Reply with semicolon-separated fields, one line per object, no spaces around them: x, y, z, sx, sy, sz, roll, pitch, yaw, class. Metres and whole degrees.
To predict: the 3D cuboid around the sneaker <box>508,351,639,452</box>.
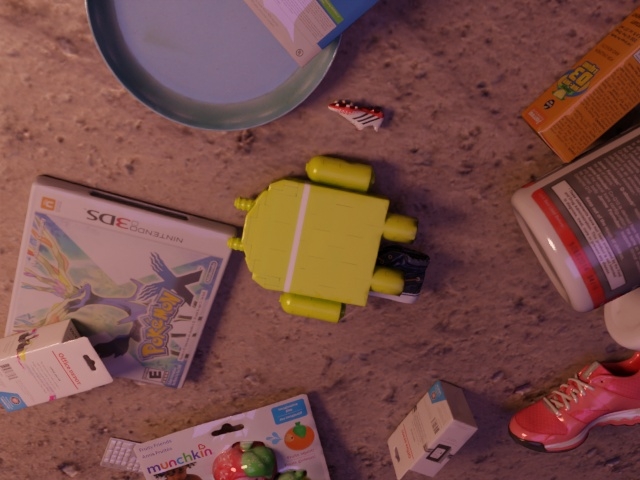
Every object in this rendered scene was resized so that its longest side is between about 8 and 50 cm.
0.496;0.291;1.244;0.314;0.116;0.136;-17;112;-4;sneaker

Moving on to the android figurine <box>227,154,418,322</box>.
0.000;0.000;0.978;0.273;0.056;0.248;9;102;-2;android figurine

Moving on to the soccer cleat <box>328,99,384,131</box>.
0.050;-0.175;0.931;0.083;0.029;0.035;7;116;-16;soccer cleat

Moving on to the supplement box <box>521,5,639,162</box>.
0.401;-0.221;0.918;0.080;0.078;0.233;35;111;-25;supplement box

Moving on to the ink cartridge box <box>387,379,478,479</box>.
0.207;0.365;1.240;0.060;0.104;0.180;23;117;-21;ink cartridge box

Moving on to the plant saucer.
-0.128;-0.293;0.828;0.318;0.043;0.317;-4;122;-6;plant saucer

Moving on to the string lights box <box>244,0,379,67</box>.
0.032;-0.339;0.750;0.260;0.076;0.133;-37;120;13;string lights box

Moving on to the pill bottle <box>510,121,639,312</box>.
0.483;-0.064;0.946;0.363;0.210;0.210;-29;120;11;pill bottle

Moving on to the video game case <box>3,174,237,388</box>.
-0.322;0.082;1.039;0.300;0.036;0.329;15;119;-16;video game case

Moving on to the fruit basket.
-0.137;0.483;1.230;0.327;0.165;0.353;-15;116;-5;fruit basket

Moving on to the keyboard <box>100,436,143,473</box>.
-0.288;0.433;1.273;0.256;0.014;0.072;18;118;-18;keyboard

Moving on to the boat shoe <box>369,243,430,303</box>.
0.083;0.043;1.055;0.183;0.065;0.083;10;111;-16;boat shoe

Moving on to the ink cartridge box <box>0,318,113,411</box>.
-0.425;0.192;1.035;0.181;0.061;0.104;-15;122;3;ink cartridge box

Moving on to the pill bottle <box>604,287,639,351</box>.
0.639;0.137;1.128;0.264;0.146;0.146;14;119;-15;pill bottle
